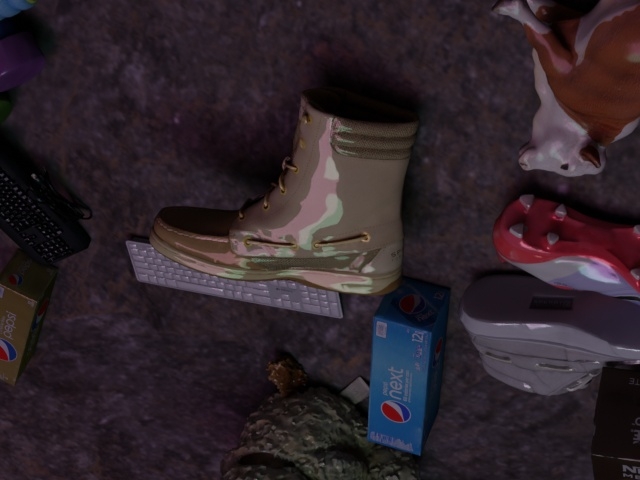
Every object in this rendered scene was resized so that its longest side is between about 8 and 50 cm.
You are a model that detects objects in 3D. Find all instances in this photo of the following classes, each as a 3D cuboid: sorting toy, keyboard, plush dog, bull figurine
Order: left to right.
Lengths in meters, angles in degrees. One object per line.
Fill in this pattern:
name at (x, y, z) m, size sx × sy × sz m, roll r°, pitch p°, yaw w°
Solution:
sorting toy at (-0.433, -0.155, 1.913) m, size 0.365 × 0.127 × 0.126 m, roll -37°, pitch 79°, yaw 42°
keyboard at (-0.334, -0.038, 1.965) m, size 0.100 × 0.038 × 0.192 m, roll -27°, pitch 131°, yaw 18°
keyboard at (-0.098, 0.043, 1.979) m, size 0.256 × 0.014 × 0.072 m, roll 10°, pitch 135°, yaw 18°
plush dog at (-0.043, 0.281, 2.026) m, size 0.262 × 0.225 × 0.211 m, roll 0°, pitch 131°, yaw 27°
bull figurine at (0.253, -0.178, 1.527) m, size 0.188 × 0.101 × 0.310 m, roll 40°, pitch 136°, yaw -11°

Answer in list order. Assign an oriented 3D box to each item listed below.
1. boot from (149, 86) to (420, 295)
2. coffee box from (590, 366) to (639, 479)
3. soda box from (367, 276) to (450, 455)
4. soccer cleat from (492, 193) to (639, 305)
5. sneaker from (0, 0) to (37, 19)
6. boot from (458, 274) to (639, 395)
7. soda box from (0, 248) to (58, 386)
boot at (-0.037, -0.058, 1.748) m, size 0.262 × 0.095 × 0.203 m, roll 9°, pitch 118°, yaw 5°
coffee box at (0.359, 0.232, 1.816) m, size 0.141 × 0.098 × 0.246 m, roll 6°, pitch 153°, yaw 16°
soda box at (0.096, 0.141, 1.935) m, size 0.067 × 0.071 × 0.210 m, roll 16°, pitch 136°, yaw 13°
soccer cleat at (0.290, 0.025, 1.733) m, size 0.248 × 0.083 × 0.095 m, roll 19°, pitch 157°, yaw 6°
sneaker at (-0.370, -0.345, 1.674) m, size 0.208 × 0.127 × 0.319 m, roll -15°, pitch 115°, yaw 19°
boot at (0.277, 0.105, 1.812) m, size 0.258 × 0.095 × 0.123 m, roll 7°, pitch 142°, yaw 29°
soda box at (-0.372, 0.096, 2.131) m, size 0.058 × 0.061 × 0.181 m, roll 26°, pitch 137°, yaw 0°
